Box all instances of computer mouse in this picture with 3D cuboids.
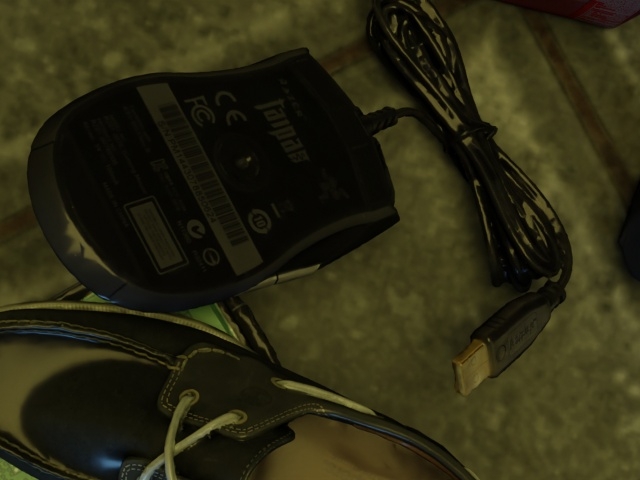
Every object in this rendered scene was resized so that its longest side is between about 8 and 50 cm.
[{"bbox_3d":[0.000,0.000,0.541,0.262,0.060,0.184,-30,87,-44],"label":"computer mouse"}]

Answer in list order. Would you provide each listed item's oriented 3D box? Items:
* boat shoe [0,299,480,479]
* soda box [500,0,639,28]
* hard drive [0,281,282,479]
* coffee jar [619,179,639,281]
[{"bbox_3d":[-0.040,0.079,0.496,0.233,0.079,0.084,20,84,-2],"label":"boat shoe"},{"bbox_3d":[0.039,-0.180,0.589,0.263,0.083,0.092,13,84,-5],"label":"soda box"},{"bbox_3d":[-0.071,0.193,0.551,0.237,0.064,0.339,-32,89,-8],"label":"hard drive"},{"bbox_3d":[0.239,0.011,0.586,0.184,0.096,0.079,20,84,-5],"label":"coffee jar"}]
